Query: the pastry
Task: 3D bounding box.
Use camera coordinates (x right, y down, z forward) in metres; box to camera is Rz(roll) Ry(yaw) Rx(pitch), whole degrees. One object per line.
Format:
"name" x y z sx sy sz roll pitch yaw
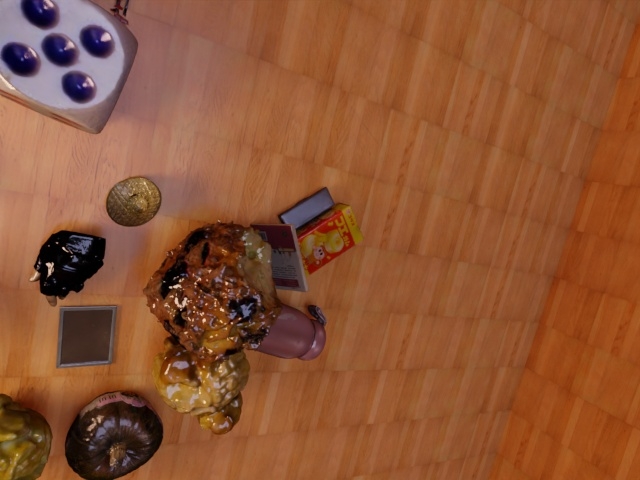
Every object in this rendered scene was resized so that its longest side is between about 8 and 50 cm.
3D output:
"pastry" -0.296 0.135 1.228 0.338 0.404 0.292 -25 137 9

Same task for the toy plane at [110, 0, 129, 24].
"toy plane" -0.487 -0.604 1.093 0.060 0.037 0.144 5 97 -41

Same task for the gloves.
"gloves" -0.651 0.076 1.154 0.165 0.124 0.203 13 89 -13

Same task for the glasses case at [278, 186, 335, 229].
"glasses case" -0.045 -0.102 1.482 0.191 0.042 0.071 -33 110 -18

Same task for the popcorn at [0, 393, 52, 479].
"popcorn" -0.802 0.504 1.100 0.277 0.277 0.225 31 83 -32

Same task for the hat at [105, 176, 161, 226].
"hat" -0.497 -0.093 1.221 0.146 0.067 0.145 1 72 -2

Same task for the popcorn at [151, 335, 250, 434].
"popcorn" -0.332 0.403 1.328 0.265 0.225 0.332 -34 93 -3

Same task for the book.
"book" -0.129 0.054 1.418 0.022 0.162 0.231 -40 125 -50

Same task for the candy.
"candy" 0.000 0.000 1.510 0.276 0.088 0.146 -34 116 -17

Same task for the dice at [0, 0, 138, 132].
"dice" -0.566 -0.390 0.978 0.251 0.259 0.242 24 90 -32

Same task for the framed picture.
"framed picture" -0.655 0.269 1.260 0.142 0.011 0.182 3 103 -30

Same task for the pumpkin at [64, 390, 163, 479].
"pumpkin" -0.585 0.568 1.280 0.261 0.189 0.260 -8 108 -26

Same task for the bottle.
"bottle" -0.115 0.283 1.480 0.297 0.173 0.206 27 70 -32
